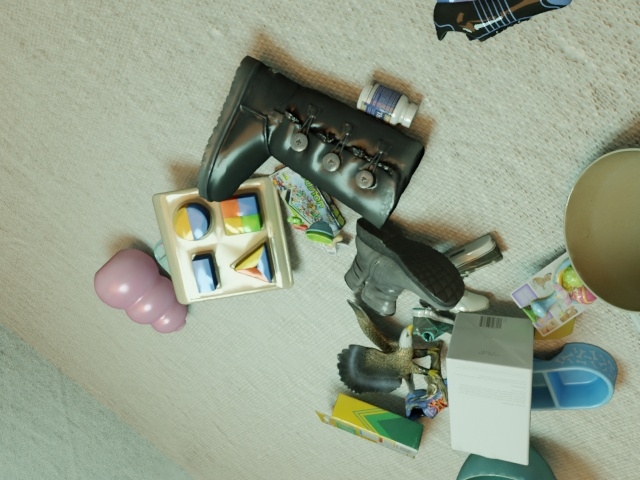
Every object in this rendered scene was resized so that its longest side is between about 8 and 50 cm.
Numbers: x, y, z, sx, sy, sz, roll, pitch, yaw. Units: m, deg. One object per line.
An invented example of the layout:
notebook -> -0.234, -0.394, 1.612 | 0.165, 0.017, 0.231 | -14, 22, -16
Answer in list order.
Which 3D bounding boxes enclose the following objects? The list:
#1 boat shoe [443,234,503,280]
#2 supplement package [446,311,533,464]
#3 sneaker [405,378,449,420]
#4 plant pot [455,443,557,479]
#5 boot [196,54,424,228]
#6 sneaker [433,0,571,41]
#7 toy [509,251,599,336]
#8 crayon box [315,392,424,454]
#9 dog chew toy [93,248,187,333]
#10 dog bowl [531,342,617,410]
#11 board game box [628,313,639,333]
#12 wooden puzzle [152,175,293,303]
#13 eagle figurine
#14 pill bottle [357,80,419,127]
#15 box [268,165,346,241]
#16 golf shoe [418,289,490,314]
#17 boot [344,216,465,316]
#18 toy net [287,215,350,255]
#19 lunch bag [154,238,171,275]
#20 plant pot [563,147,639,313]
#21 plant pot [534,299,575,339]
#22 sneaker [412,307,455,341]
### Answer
boat shoe -> 0.326, 0.067, 1.103 | 0.219, 0.078, 0.070 | -30, 103, 34
supplement package -> 0.404, 0.345, 1.088 | 0.177, 0.175, 0.293 | 3, 119, 24
sneaker -> 0.338, 0.480, 1.351 | 0.083, 0.087, 0.221 | 45, 128, -7
plant pot -> 0.539, 0.680, 1.312 | 0.289, 0.195, 0.291 | 12, 125, 18
boot -> -0.033, -0.157, 1.063 | 0.444, 0.146, 0.367 | 27, 117, 2
sneaker -> 0.317, -0.403, 0.815 | 0.232, 0.081, 0.091 | 12, 127, 27
toy -> 0.546, 0.100, 0.979 | 0.237, 0.056, 0.137 | -39, 100, 15
crayon box -> 0.155, 0.578, 1.454 | 0.322, 0.083, 0.203 | 15, 153, 16
dog chew toy -> -0.588, 0.186, 1.548 | 0.206, 0.207, 0.332 | -28, 112, 36
dog bowl -> 0.583, 0.355, 1.164 | 0.297, 0.074, 0.166 | -16, 112, 33
board game box -> 0.800, 0.154, 0.887 | 0.301, 0.086, 0.308 | -25, 119, 35
wooden puzzle -> -0.266, 0.011, 1.245 | 0.347, 0.080, 0.323 | -8, 106, 4
eagle figurine -> 0.186, 0.300, 1.239 | 0.297, 0.226, 0.226 | 13, 89, -1
pill bottle -> 0.143, -0.285, 0.975 | 0.120, 0.067, 0.067 | 27, 128, 9
box -> -0.033, -0.105, 1.193 | 0.114, 0.036, 0.207 | -21, 109, 34
golf shoe -> 0.333, 0.135, 1.152 | 0.176, 0.069, 0.086 | 2, 115, 23
boot -> 0.193, 0.105, 1.115 | 0.338, 0.118, 0.223 | 47, 141, 43
toy net -> 0.000, 0.000, 1.147 | 0.121, 0.045, 0.232 | 7, 165, 20
lunch bag -> -0.374, 0.035, 1.398 | 0.279, 0.108, 0.224 | -34, 102, 36
plant pot -> 0.616, -0.023, 0.816 | 0.190, 0.284, 0.285 | -5, 125, -14
plant pot -> 0.543, 0.181, 1.072 | 0.083, 0.081, 0.082 | 4, 121, 16
sneaker -> 0.290, 0.228, 1.188 | 0.166, 0.076, 0.064 | 24, 164, -32
